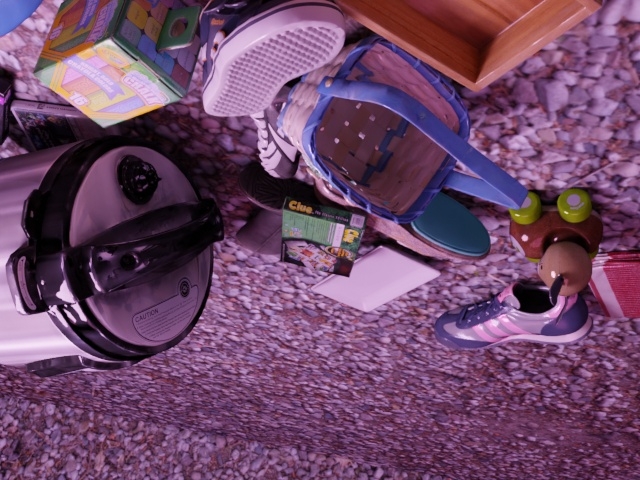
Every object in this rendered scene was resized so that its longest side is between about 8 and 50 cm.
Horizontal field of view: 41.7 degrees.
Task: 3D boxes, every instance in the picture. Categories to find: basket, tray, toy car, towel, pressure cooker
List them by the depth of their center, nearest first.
[{"bbox_3d":[0.084,-0.326,0.911,0.410,0.076,0.203,24,149,-24],"label":"tray"},{"bbox_3d":[0.099,-0.131,1.069,0.254,0.201,0.289,33,173,-32],"label":"basket"},{"bbox_3d":[0.372,0.037,1.340,0.148,0.189,0.155,-2,149,23],"label":"toy car"},{"bbox_3d":[-0.378,0.020,1.360,0.420,0.370,0.375,-7,144,30],"label":"pressure cooker"},{"bbox_3d":[0.650,0.079,1.478,0.328,0.037,0.237,-3,150,29],"label":"towel"},{"bbox_3d":[0.106,0.071,1.670,0.145,0.030,0.270,24,149,-21],"label":"tray"}]

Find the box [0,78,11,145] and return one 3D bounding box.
[{"bbox_3d":[-0.559,-0.228,1.357,0.116,0.029,0.162,29,148,-8],"label":"box"}]

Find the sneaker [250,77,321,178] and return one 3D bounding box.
[{"bbox_3d":[-0.042,-0.163,1.249,0.106,0.078,0.234,8,149,13],"label":"sneaker"}]

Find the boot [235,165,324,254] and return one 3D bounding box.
[{"bbox_3d":[-0.100,-0.047,1.502,0.189,0.076,0.208,25,155,-23],"label":"boot"}]

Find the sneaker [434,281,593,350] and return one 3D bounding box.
[{"bbox_3d":[0.356,0.133,1.636,0.318,0.112,0.131,-10,128,30],"label":"sneaker"}]

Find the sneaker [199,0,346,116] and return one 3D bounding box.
[{"bbox_3d":[-0.074,-0.248,0.997,0.126,0.128,0.321,-1,173,-26],"label":"sneaker"}]

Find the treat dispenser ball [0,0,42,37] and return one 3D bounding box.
[{"bbox_3d":[-0.409,-0.334,0.853,0.288,0.288,0.288,9,152,5],"label":"treat dispenser ball"}]

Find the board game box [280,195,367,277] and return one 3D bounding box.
[{"bbox_3d":[0.000,0.000,1.436,0.136,0.030,0.260,17,160,2],"label":"board game box"}]

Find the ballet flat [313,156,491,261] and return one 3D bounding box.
[{"bbox_3d":[0.129,-0.046,1.386,0.316,0.108,0.106,28,153,-9],"label":"ballet flat"}]

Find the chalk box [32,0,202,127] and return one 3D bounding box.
[{"bbox_3d":[-0.246,-0.257,1.099,0.213,0.132,0.132,-13,143,36],"label":"chalk box"}]

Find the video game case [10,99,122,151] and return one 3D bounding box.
[{"bbox_3d":[-0.417,-0.167,1.443,0.173,0.022,0.190,8,152,6],"label":"video game case"}]
